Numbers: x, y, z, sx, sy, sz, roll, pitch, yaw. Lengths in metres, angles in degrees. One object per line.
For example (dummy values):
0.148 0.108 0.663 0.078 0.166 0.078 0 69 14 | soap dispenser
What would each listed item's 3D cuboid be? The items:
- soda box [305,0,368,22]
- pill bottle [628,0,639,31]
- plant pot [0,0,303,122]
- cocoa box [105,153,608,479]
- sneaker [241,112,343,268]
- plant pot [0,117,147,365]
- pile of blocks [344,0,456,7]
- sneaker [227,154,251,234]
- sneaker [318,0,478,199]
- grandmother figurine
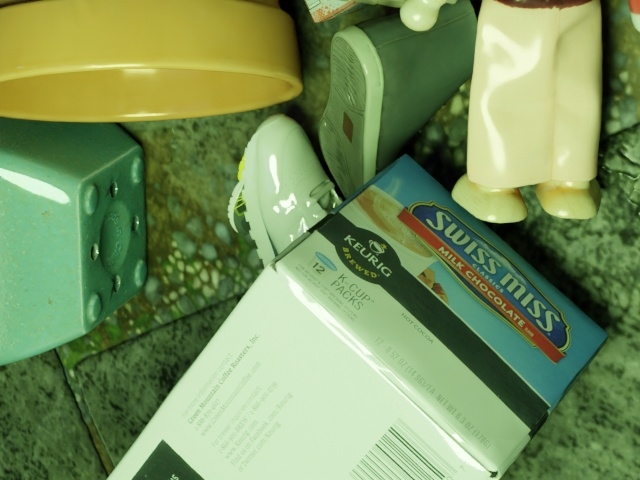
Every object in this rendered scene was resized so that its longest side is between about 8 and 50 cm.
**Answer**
-0.006 -0.276 1.621 0.058 0.063 0.183 -26 89 40 | soda box
0.273 -0.291 1.335 0.161 0.161 0.283 -1 104 38 | pill bottle
-0.162 -0.218 1.645 0.291 0.291 0.204 -7 83 39 | plant pot
0.016 0.149 1.570 0.231 0.228 0.347 43 128 6 | cocoa box
0.000 0.000 1.698 0.094 0.090 0.235 2 116 37 | sneaker
-0.301 -0.017 1.833 0.252 0.248 0.247 6 109 18 | plant pot
0.035 -0.345 1.556 0.112 0.149 0.362 120 136 -81 | pile of blocks
-0.059 -0.040 1.761 0.035 0.031 0.083 25 119 29 | sneaker
0.070 -0.107 1.614 0.083 0.118 0.222 59 161 25 | sneaker
0.160 -0.186 1.461 0.104 0.207 0.342 -134 42 -57 | grandmother figurine
